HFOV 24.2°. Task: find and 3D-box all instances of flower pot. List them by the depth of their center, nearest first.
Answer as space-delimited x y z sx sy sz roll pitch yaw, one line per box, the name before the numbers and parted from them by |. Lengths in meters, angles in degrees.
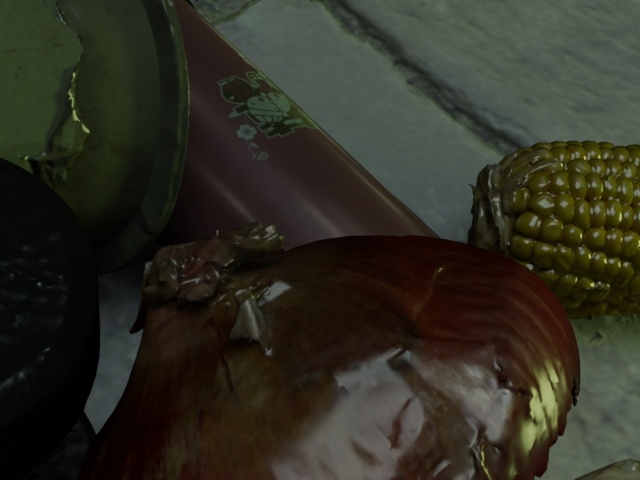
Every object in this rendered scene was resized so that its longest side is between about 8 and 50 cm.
flower pot | -0.198 -0.068 0.720 0.202 0.212 0.212 -14 54 -43

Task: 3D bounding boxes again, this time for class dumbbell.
dumbbell | -0.169 0.078 0.647 0.152 0.218 0.153 4 53 -5

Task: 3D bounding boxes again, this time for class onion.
onion | -0.017 0.071 0.596 0.163 0.230 0.230 47 57 -10

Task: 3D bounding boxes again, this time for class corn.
corn | 0.227 -0.003 0.838 0.293 0.106 0.106 2 54 -8

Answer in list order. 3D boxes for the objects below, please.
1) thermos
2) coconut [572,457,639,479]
thermos | -0.007 0.005 0.803 0.109 0.136 0.330 -47 67 3
coconut | 0.128 0.199 0.584 0.230 0.227 0.227 -34 58 14
